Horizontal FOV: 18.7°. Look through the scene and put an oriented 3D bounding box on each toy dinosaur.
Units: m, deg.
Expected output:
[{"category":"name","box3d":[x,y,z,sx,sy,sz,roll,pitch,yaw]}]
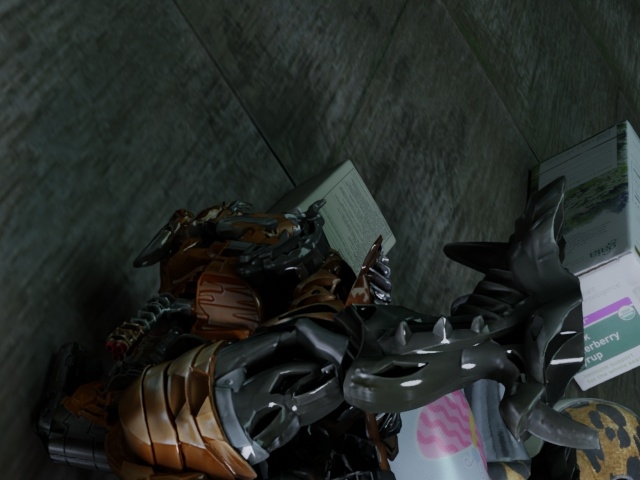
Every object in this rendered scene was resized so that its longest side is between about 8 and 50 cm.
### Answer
[{"category":"toy dinosaur","box3d":[-0.005,0.086,0.749,0.164,0.218,0.322,81,5,-51]}]

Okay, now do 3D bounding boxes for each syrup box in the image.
[{"category":"syrup box","box3d":[0.225,0.008,1.527,0.096,0.093,0.237,55,22,-20]}]

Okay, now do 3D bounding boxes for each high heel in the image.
[{"category":"high heel","box3d":[0.138,0.173,1.158,0.261,0.093,0.186,46,37,-42]}]

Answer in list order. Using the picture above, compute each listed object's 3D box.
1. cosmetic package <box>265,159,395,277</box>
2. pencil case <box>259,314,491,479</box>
[{"category":"cosmetic package","box3d":[0.000,0.000,1.081,0.060,0.041,0.115,61,21,-5]},{"category":"pencil case","box3d":[0.049,0.170,0.885,0.124,0.113,0.273,35,33,-65]}]
